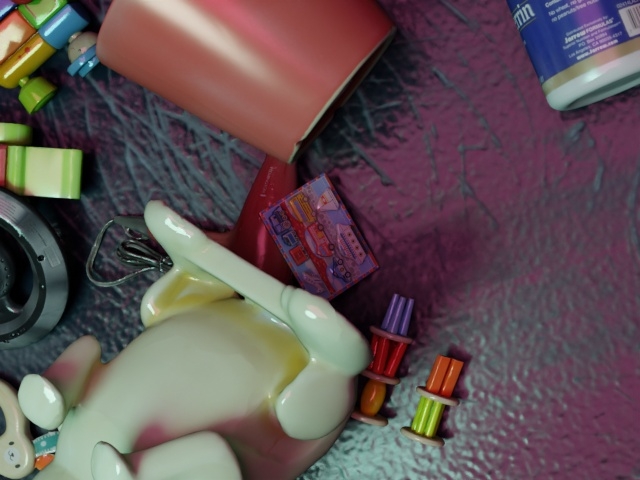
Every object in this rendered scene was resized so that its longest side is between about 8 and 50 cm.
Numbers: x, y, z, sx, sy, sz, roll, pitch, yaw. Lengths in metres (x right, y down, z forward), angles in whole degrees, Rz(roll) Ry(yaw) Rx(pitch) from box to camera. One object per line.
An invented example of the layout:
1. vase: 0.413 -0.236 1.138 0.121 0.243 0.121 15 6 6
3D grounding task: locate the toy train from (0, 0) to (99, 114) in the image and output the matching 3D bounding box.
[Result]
1. toy train: -0.379 -0.208 1.662 0.248 0.105 0.143 -40 95 11

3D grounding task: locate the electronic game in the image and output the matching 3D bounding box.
1. electronic game: -0.408 0.031 1.657 0.229 0.048 0.229 7 118 12

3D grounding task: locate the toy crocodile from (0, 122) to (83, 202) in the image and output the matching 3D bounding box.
1. toy crocodile: -0.448 -0.095 1.670 0.341 0.105 0.115 9 93 13

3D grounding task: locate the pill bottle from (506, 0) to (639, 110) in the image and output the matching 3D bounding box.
1. pill bottle: 0.268 -0.285 1.470 0.153 0.153 0.264 -22 85 13

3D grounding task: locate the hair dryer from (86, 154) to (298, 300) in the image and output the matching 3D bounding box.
1. hair dryer: -0.130 0.006 1.607 0.293 0.080 0.223 -41 81 10

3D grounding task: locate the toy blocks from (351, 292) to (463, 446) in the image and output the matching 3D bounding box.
1. toy blocks: 0.105 0.145 1.564 0.123 0.054 0.148 18 94 14

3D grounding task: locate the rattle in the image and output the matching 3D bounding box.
1. rattle: -0.395 0.236 1.647 0.200 0.143 0.130 31 79 18

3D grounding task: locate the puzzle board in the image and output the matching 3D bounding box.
1. puzzle board: 0.000 0.000 1.569 0.096 0.011 0.128 -33 98 -22

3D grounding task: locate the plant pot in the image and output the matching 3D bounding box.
1. plant pot: -0.068 -0.232 1.513 0.243 0.275 0.275 38 99 0

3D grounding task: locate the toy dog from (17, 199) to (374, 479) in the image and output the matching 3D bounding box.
1. toy dog: -0.162 0.222 1.438 0.285 0.395 0.408 33 78 22
